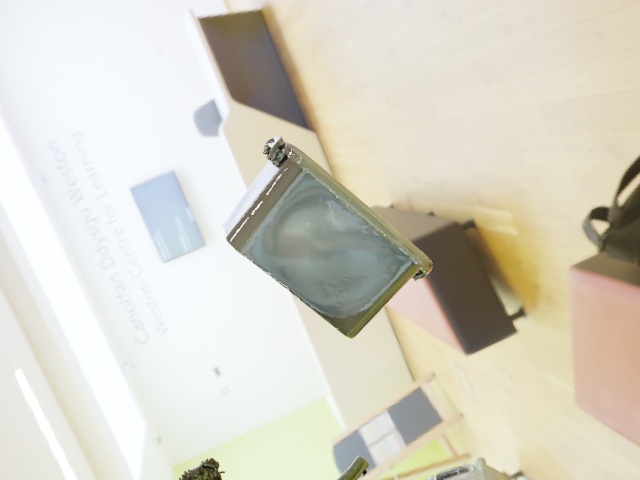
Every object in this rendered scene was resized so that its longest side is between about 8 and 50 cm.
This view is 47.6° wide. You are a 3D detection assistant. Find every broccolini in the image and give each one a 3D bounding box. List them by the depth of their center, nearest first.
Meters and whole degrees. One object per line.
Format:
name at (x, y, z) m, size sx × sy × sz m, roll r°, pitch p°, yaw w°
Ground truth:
broccolini at (-0.066, 0.310, 0.927) m, size 0.062 × 0.271 × 0.123 m, roll -157°, pitch 54°, yaw -67°

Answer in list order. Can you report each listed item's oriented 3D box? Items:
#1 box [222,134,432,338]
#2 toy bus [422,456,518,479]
box at (0.000, 0.000, 0.879) m, size 0.243 × 0.135 × 0.163 m, roll 38°, pitch -178°, yaw -16°
toy bus at (0.128, 0.327, 0.621) m, size 0.133 × 0.165 × 0.276 m, roll 52°, pitch -166°, yaw -17°
